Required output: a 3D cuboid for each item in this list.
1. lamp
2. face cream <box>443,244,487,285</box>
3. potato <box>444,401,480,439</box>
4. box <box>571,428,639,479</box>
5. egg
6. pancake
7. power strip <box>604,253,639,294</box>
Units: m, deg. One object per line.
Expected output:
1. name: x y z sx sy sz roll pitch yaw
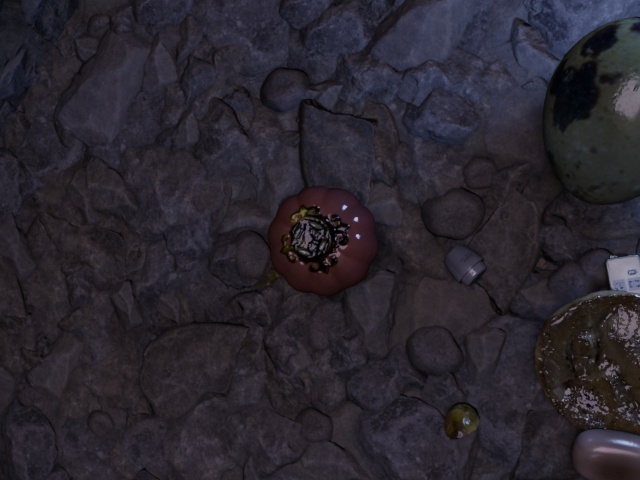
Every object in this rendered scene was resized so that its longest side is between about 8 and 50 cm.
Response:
1. lamp: 0.000 0.000 1.672 0.306 0.240 0.305 -1 87 15
2. face cream: 0.381 0.065 1.645 0.091 0.091 0.095 -47 70 9
3. potato: 0.363 0.470 1.629 0.096 0.103 0.066 -25 85 12
4. box: 0.718 0.531 1.520 0.200 0.088 0.145 6 121 13
5. egg: 0.692 -0.293 1.445 0.345 0.345 0.427 19 108 15
6. pancake: 0.720 0.303 1.536 0.387 0.082 0.386 3 101 15
7. power strip: 0.770 0.128 1.565 0.082 0.035 0.192 -10 85 16
